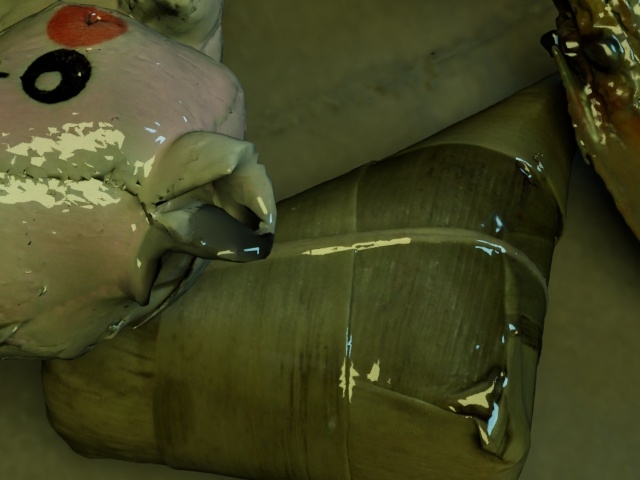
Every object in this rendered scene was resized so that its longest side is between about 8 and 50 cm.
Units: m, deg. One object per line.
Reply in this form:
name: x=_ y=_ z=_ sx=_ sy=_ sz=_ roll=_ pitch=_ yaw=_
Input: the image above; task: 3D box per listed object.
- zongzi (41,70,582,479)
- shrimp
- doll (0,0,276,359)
zongzi: x=0.000 y=0.000 z=0.640 sx=0.160 sy=0.078 sz=0.176 roll=10 pitch=58 yaw=5
shrimp: x=0.138 y=-0.029 z=0.657 sx=0.190 sy=0.042 sz=0.101 roll=43 pitch=82 yaw=-20
doll: x=-0.079 y=-0.035 z=0.584 sx=0.149 sy=0.095 sz=0.192 roll=-17 pitch=40 yaw=18
